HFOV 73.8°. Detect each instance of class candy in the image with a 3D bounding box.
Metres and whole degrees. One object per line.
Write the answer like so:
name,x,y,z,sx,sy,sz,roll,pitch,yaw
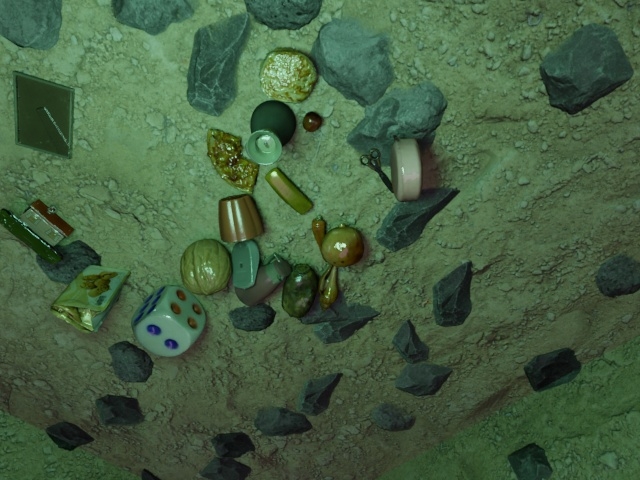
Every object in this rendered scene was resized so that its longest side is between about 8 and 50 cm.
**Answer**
candy,0.327,-0.276,1.629,0.095,0.255,0.255,-4,120,3

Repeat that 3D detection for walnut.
walnut,-0.496,0.118,1.852,0.225,0.260,0.225,-7,151,-4

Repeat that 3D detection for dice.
dice,-0.708,0.373,1.998,0.243,0.259,0.251,-35,113,16

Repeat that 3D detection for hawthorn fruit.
hawthorn fruit,-0.033,-0.451,1.624,0.077,0.077,0.077,0,120,0

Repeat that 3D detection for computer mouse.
computer mouse,-0.330,0.102,1.887,0.128,0.079,0.230,-5,80,34

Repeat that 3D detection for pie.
pie,-0.117,-0.592,1.531,0.206,0.084,0.178,7,121,-6

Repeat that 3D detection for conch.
conch,0.039,0.189,1.994,0.110,0.093,0.329,7,101,-13

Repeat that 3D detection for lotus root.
lotus root,-0.094,0.226,1.968,0.160,0.152,0.274,19,126,9

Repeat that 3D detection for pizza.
pizza,-0.349,-0.313,1.695,0.162,0.085,0.305,-25,118,13

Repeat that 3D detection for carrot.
carrot,0.000,0.000,1.897,0.061,0.061,0.256,-6,125,3

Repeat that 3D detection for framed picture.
framed picture,-1.063,-0.474,1.638,0.212,0.020,0.289,16,119,-9

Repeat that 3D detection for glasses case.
glasses case,-0.133,-0.202,1.770,0.079,0.064,0.234,-38,113,18

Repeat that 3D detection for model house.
model house,-1.201,-0.055,1.836,0.207,0.154,0.294,-13,125,46

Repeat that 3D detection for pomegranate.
pomegranate,0.096,0.023,1.835,0.192,0.191,0.191,0,120,0

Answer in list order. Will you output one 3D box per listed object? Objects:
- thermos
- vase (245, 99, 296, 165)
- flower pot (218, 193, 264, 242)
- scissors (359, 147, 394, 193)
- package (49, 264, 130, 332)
thermos,-0.251,0.166,1.929,0.265,0.176,0.146,-37,132,28
vase,-0.179,-0.379,1.519,0.174,0.321,0.173,0,121,-1
flower pot,-0.340,-0.098,1.773,0.191,0.190,0.173,-8,108,5
scissors,0.249,-0.276,1.755,0.088,0.017,0.220,-32,116,17
package,-1.007,0.267,1.901,0.222,0.311,0.164,8,117,-6
